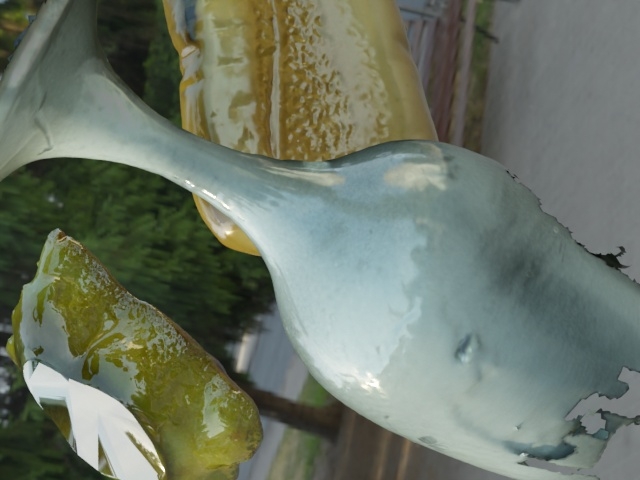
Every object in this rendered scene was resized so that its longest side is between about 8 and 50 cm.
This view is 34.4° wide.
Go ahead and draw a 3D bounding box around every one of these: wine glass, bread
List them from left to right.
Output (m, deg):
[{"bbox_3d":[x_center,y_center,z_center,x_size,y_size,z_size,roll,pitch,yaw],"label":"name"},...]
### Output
[{"bbox_3d":[-0.155,0.114,0.799,0.088,0.233,0.160,-47,-13,-37],"label":"bread"},{"bbox_3d":[-0.024,-0.141,0.609,0.091,0.142,0.305,114,146,-75],"label":"bread"},{"bbox_3d":[0.000,0.000,0.459,0.143,0.321,0.143,-54,20,29],"label":"wine glass"}]
